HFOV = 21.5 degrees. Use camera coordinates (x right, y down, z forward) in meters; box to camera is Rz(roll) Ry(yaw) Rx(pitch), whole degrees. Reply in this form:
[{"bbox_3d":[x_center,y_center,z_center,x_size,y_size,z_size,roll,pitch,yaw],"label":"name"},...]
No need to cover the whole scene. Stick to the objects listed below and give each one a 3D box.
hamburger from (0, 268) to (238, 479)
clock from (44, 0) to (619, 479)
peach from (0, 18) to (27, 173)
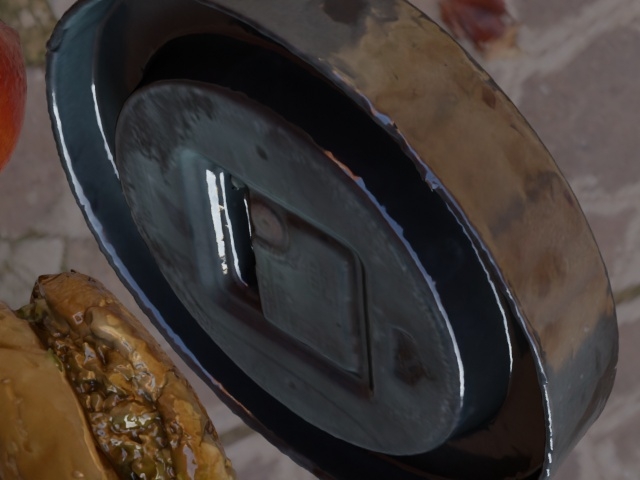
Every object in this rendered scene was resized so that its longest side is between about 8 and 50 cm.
[{"bbox_3d":[-0.172,0.176,1.312,0.158,0.318,0.318,-32,137,-16],"label":"hamburger"},{"bbox_3d":[-0.001,0.001,0.804,0.066,0.319,0.319,-41,141,-28],"label":"clock"},{"bbox_3d":[-0.526,-0.156,2.051,0.372,0.290,0.372,-47,151,-36],"label":"peach"}]
